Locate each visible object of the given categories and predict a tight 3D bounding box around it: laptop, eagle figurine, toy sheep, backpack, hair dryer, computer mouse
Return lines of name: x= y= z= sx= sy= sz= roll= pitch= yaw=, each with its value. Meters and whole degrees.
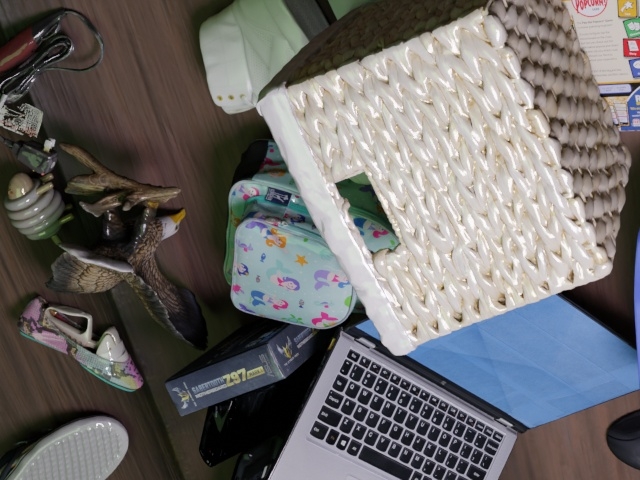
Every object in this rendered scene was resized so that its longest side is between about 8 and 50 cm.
laptop: x=0.194 y=0.261 z=1.549 sx=0.382 sy=0.408 sz=0.236 roll=32 pitch=170 yaw=-33
eagle figurine: x=-0.265 y=0.032 z=1.652 sx=0.225 sy=0.226 sz=0.298 roll=-9 pitch=132 yaw=-21
toy sheep: x=-0.414 y=-0.045 z=1.723 sx=0.091 sy=0.091 sz=0.132 roll=-13 pitch=122 yaw=25
backpack: x=0.000 y=0.000 z=1.561 sx=0.254 sy=0.191 sz=0.225 roll=11 pitch=136 yaw=1
hair dryer: x=-0.448 y=-0.229 z=1.617 sx=0.294 sy=0.080 sz=0.223 roll=20 pitch=86 yaw=11
computer mouse: x=0.503 y=0.238 z=1.621 sx=0.262 sy=0.060 sz=0.184 roll=-21 pitch=114 yaw=27

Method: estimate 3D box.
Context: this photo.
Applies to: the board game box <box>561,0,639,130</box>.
board game box: x=0.332 y=-0.221 z=1.361 sx=0.147 sy=0.045 sz=0.193 roll=3 pitch=119 yaw=36

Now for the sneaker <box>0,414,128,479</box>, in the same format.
sneaker: x=-0.464 y=0.383 z=1.999 sx=0.321 sy=0.127 sz=0.126 roll=-36 pitch=113 yaw=7

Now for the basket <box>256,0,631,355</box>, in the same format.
basket: x=0.156 y=-0.113 z=1.285 sx=0.266 sy=0.331 sz=0.328 roll=-20 pitch=108 yaw=26

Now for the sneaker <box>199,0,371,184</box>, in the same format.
sneaker: x=-0.039 y=-0.180 z=1.499 sx=0.169 sy=0.108 sz=0.292 roll=-26 pitch=96 yaw=32

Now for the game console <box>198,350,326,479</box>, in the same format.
game console: x=-0.097 y=0.315 z=1.791 sx=0.044 sy=0.213 sz=0.361 roll=49 pitch=144 yaw=28

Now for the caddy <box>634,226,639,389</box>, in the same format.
caddy: x=0.480 y=0.060 z=1.396 sx=0.179 sy=0.241 sz=0.341 roll=3 pitch=133 yaw=22

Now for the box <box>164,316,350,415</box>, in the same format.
box: x=-0.084 y=0.154 z=1.649 sx=0.183 sy=0.233 sz=0.059 roll=-24 pitch=94 yaw=29

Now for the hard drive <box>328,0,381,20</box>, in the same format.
hard drive: x=0.158 y=-0.221 z=1.451 sx=0.210 sy=0.040 sz=0.318 roll=-16 pitch=116 yaw=26

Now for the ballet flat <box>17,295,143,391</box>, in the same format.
ballet flat: x=-0.369 y=0.157 z=1.850 sx=0.221 sy=0.077 sz=0.079 roll=29 pitch=106 yaw=-1
